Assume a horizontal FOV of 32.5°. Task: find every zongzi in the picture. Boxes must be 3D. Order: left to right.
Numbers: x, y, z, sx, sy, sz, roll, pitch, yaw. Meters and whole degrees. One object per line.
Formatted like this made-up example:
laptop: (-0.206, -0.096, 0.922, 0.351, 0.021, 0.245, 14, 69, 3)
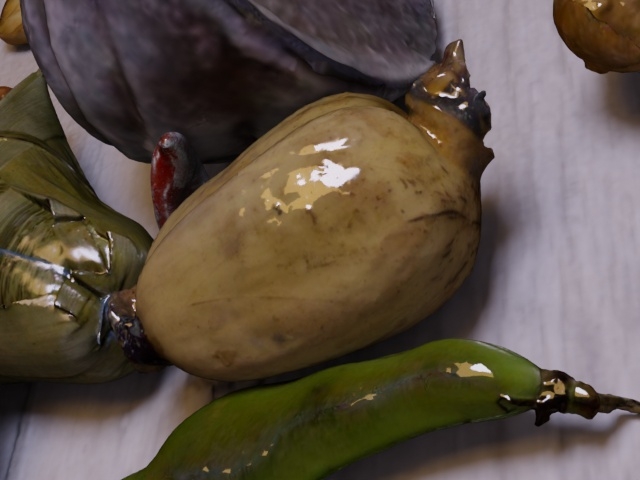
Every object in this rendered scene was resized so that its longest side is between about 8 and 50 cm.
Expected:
zongzi: (-0.184, -0.028, 0.792, 0.251, 0.125, 0.274, 0, 56, 35)

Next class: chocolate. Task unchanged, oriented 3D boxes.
chocolate: (-0.089, -0.169, 0.761, 0.213, 0.303, 0.303, -38, 37, 32)

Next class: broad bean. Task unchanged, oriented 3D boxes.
broad bean: (0.004, 0.103, 0.588, 0.325, 0.067, 0.075, -21, 80, 25)

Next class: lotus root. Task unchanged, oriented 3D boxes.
lotus root: (0.000, 0.000, 0.636, 0.257, 0.140, 0.154, -31, 10, 11)

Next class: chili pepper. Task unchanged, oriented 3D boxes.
chili pepper: (-0.083, -0.017, 0.698, 0.041, 0.153, 0.050, -18, 50, 5)

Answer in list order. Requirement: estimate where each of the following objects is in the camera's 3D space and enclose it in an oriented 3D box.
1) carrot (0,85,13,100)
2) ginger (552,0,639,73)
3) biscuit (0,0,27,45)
carrot: (-0.312, -0.133, 1.054, 0.093, 0.032, 0.032, 11, 60, 46)
ginger: (0.280, -0.185, 0.631, 0.309, 0.107, 0.133, -24, 29, 10)
biscuit: (-0.237, -0.297, 1.143, 0.260, 0.041, 0.203, -47, 45, -9)
